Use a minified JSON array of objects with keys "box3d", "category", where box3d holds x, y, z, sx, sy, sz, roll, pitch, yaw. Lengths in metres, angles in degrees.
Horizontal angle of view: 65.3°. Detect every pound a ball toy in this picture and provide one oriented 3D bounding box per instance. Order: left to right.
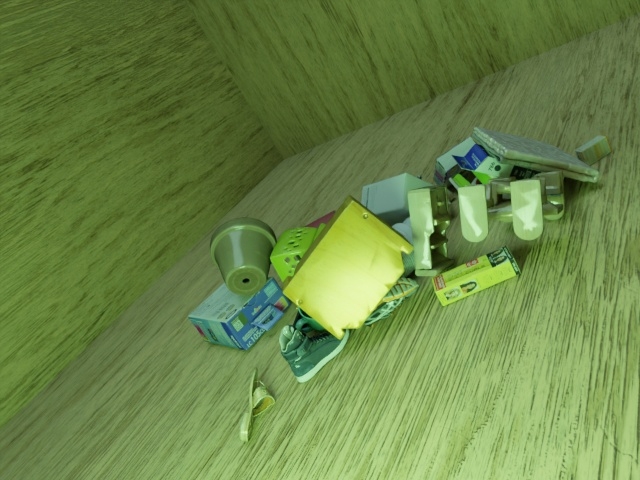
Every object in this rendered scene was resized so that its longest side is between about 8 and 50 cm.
[{"box3d":[0.558,-0.177,1.819,0.208,0.135,0.319,-58,16,20],"category":"pound a ball toy"}]

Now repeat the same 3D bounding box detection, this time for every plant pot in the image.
[{"box3d":[-0.284,0.081,1.893,0.263,0.263,0.229,-29,38,10],"category":"plant pot"},{"box3d":[-0.035,0.074,1.945,0.207,0.227,0.228,-17,25,22],"category":"plant pot"}]

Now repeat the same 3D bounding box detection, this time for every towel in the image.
[{"box3d":[0.682,-0.282,1.622,0.316,0.053,0.332,11,25,-5],"category":"towel"}]

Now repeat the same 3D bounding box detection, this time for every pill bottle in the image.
[{"box3d":[0.255,0.044,1.670,0.283,0.160,0.160,-38,21,-15],"category":"pill bottle"}]

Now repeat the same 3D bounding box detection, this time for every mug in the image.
[{"box3d":[-0.010,0.240,1.664,0.157,0.097,0.129,-21,44,2],"category":"mug"}]

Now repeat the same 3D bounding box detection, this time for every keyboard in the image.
[{"box3d":[-0.063,0.266,1.720,0.023,0.108,0.180,3,39,18],"category":"keyboard"}]

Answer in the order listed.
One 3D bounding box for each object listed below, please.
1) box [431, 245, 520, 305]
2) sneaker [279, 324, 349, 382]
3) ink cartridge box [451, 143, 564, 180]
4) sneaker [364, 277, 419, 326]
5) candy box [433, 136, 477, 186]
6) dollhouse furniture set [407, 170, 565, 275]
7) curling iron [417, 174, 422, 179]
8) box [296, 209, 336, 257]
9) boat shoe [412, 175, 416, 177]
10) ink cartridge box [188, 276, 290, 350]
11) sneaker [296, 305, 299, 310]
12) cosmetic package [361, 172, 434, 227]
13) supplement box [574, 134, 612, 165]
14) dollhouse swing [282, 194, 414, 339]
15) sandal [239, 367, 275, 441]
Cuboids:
[{"box3d":[0.438,0.100,1.421,0.232,0.058,0.087,-26,22,17],"category":"box"},{"box3d":[-0.022,0.293,1.510,0.226,0.163,0.086,-41,21,-26],"category":"sneaker"},{"box3d":[0.617,-0.252,1.661,0.332,0.065,0.165,11,26,-4],"category":"ink cartridge box"},{"box3d":[0.206,0.188,1.529,0.214,0.083,0.084,-29,28,5],"category":"sneaker"},{"box3d":[0.544,-0.304,2.009,0.164,0.070,0.196,-34,-20,-3],"category":"candy box"},{"box3d":[0.472,-0.041,1.425,0.394,0.257,0.362,-3,9,33],"category":"dollhouse furniture set"},{"box3d":[0.329,-0.161,2.069,0.274,0.068,0.035,-50,-4,5],"category":"curling iron"},{"box3d":[0.000,0.000,2.151,0.232,0.149,0.127,-28,22,14],"category":"box"},{"box3d":[0.290,-0.163,2.149,0.340,0.113,0.127,-29,22,10],"category":"boat shoe"},{"box3d":[-0.308,0.278,1.966,0.395,0.151,0.270,-6,32,51],"category":"ink cartridge box"},{"box3d":[-0.049,0.243,1.855,0.083,0.032,0.037,-18,11,22],"category":"sneaker"},{"box3d":[0.304,-0.131,1.835,0.224,0.224,0.138,-11,68,51],"category":"cosmetic package"},{"box3d":[0.897,-0.295,1.641,0.098,0.062,0.036,-32,21,1],"category":"supplement box"},{"box3d":[0.088,0.068,1.580,0.347,0.315,0.305,-53,-10,9],"category":"dollhouse swing"},{"box3d":[-0.174,0.482,1.465,0.079,0.088,0.240,3,35,4],"category":"sandal"}]
